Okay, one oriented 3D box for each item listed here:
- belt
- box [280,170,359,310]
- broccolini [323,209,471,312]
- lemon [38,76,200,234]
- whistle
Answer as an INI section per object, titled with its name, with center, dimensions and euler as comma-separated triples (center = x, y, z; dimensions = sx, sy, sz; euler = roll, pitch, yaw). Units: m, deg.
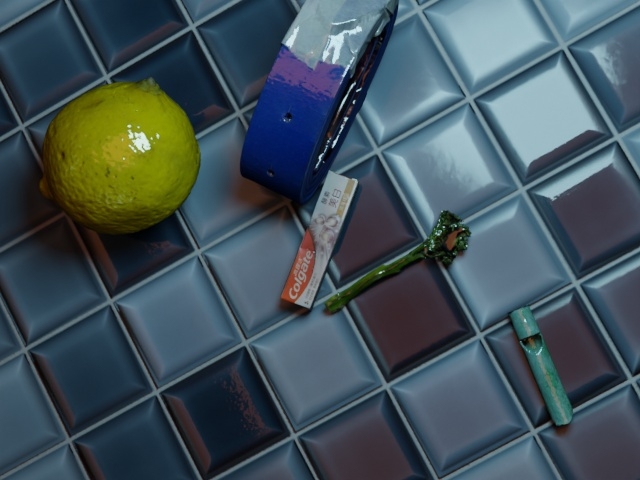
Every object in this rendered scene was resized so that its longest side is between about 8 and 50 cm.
[belt]
center = -0.004, -0.233, 1.552
dimensions = 0.117, 0.212, 0.347
euler = 26, 94, 11
[box]
center = 0.000, 0.000, 1.619
dimensions = 0.055, 0.039, 0.218
euler = 22, 89, 8
[broccolini]
center = 0.122, 0.043, 1.610
dimensions = 0.254, 0.071, 0.057
euler = -33, 124, 11
[lemon]
center = -0.312, -0.125, 1.581
dimensions = 0.253, 0.228, 0.228
euler = -26, 82, 26
[whistle]
center = 0.336, 0.190, 1.559
dimensions = 0.039, 0.039, 0.186
euler = -22, 83, 6
